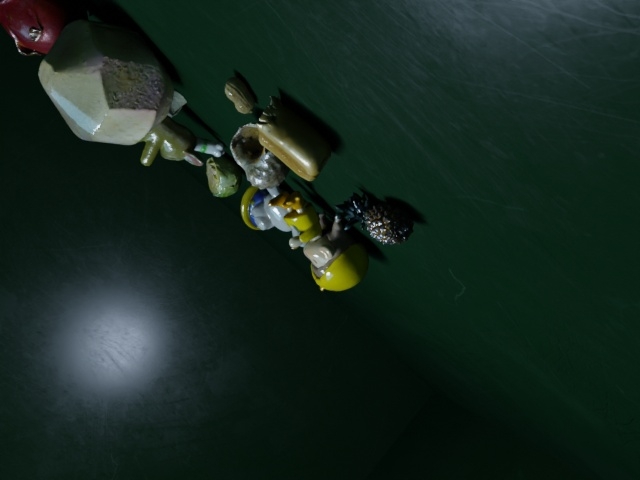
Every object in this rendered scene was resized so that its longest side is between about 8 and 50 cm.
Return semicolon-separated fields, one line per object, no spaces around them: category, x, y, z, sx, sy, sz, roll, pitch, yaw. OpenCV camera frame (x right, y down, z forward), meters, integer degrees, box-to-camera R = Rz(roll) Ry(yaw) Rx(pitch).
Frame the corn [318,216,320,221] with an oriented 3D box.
corn;0.026;0.014;1.981;0.093;0.093;0.244;33;169;43

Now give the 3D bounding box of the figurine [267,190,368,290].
figurine;0.000;0.000;1.770;0.343;0.187;0.215;51;177;-22

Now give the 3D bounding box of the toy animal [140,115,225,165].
toy animal;-0.512;-0.332;2.022;0.363;0.181;0.180;37;129;-25

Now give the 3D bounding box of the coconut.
coconut;-0.605;-0.437;1.685;0.353;0.352;0.352;40;171;7

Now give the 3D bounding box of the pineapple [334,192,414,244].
pineapple;0.118;-0.045;1.307;0.221;0.103;0.083;28;131;58

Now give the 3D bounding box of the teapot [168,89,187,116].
teapot;-0.468;-0.427;1.931;0.057;0.083;0.067;31;166;25

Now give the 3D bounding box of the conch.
conch;-0.145;-0.213;1.468;0.156;0.129;0.207;11;152;-2

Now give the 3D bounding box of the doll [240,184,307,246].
doll;-0.173;-0.115;1.960;0.242;0.160;0.310;48;162;37

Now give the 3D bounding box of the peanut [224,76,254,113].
peanut;-0.178;-0.320;1.351;0.054;0.054;0.113;36;170;27

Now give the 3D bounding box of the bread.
bread;-0.051;-0.206;1.251;0.173;0.085;0.134;41;168;5

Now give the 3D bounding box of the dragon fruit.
dragon fruit;-0.801;-0.653;1.749;0.315;0.250;0.250;54;166;-29

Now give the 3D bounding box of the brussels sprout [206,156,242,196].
brussels sprout;-0.348;-0.241;2.240;0.149;0.122;0.151;15;119;55
